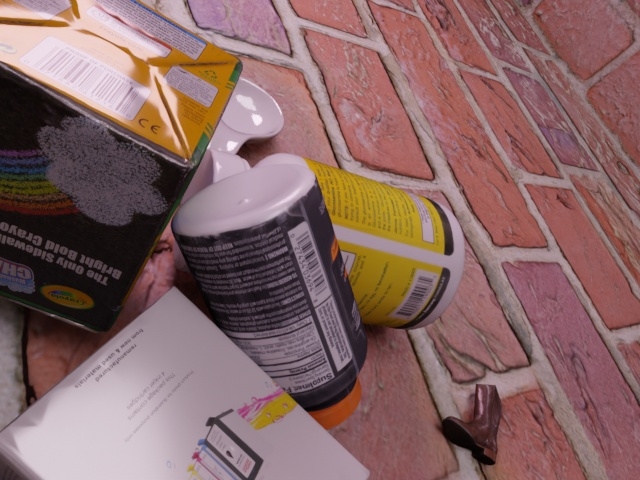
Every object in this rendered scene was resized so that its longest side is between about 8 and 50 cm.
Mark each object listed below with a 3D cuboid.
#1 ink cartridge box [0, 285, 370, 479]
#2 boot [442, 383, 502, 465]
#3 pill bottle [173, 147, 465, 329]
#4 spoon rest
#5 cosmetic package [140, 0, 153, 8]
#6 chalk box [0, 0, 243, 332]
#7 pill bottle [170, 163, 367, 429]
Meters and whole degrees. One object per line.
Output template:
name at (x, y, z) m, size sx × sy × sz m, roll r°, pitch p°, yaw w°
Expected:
ink cartridge box at (-0.116, 0.198, 0.421) m, size 0.233 × 0.171 × 0.168 m, roll 44°, pitch 44°, yaw -1°
boot at (0.220, 0.242, 0.730) m, size 0.106 × 0.037 × 0.114 m, roll 46°, pitch 45°, yaw -18°
pill bottle at (0.000, 0.000, 0.644) m, size 0.334 × 0.188 × 0.188 m, roll 14°, pitch 51°, yaw -28°
spoon rest at (-0.130, -0.160, 0.746) m, size 0.137 × 0.084 × 0.276 m, roll 28°, pitch 47°, yaw -16°
cosmetic package at (-0.384, -0.304, 0.648) m, size 0.309 × 0.113 × 0.160 m, roll -1°, pitch 59°, yaw -38°
chalk box at (-0.221, -0.055, 0.454) m, size 0.180 × 0.289 × 0.179 m, roll 28°, pitch 39°, yaw -18°
pill bottle at (-0.032, 0.064, 0.477) m, size 0.130 × 0.130 × 0.245 m, roll -50°, pitch 131°, yaw -46°
